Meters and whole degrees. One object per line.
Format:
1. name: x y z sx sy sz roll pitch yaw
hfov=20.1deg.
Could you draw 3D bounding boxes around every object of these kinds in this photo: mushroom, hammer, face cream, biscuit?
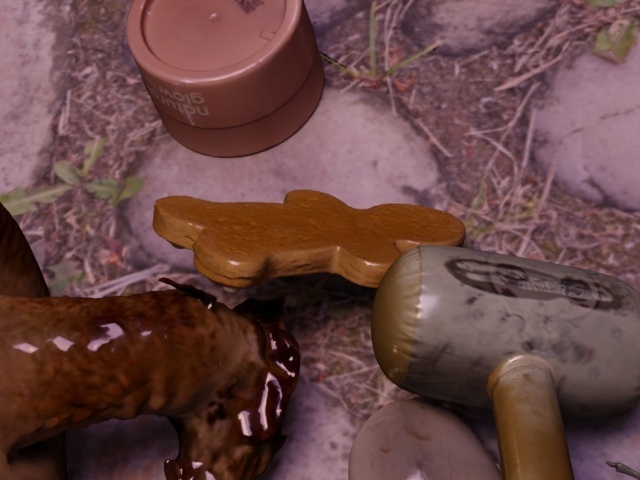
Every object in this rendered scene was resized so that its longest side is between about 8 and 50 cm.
1. mushroom: -0.234 0.100 1.250 0.356 0.334 0.331 0 55 25
2. hammer: 0.140 0.122 1.190 0.202 0.113 0.305 8 34 -9
3. face cream: -0.078 -0.158 1.500 0.149 0.104 0.149 -6 56 9
4. biscuit: 0.000 0.002 1.357 0.240 0.035 0.158 -1 24 -24
5. mushroom: 0.098 0.211 1.222 0.116 0.093 0.225 -12 47 -21

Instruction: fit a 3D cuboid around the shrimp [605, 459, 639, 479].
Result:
1. shrimp: 0.271 0.196 1.181 0.372 0.137 0.172 -49 20 -28
